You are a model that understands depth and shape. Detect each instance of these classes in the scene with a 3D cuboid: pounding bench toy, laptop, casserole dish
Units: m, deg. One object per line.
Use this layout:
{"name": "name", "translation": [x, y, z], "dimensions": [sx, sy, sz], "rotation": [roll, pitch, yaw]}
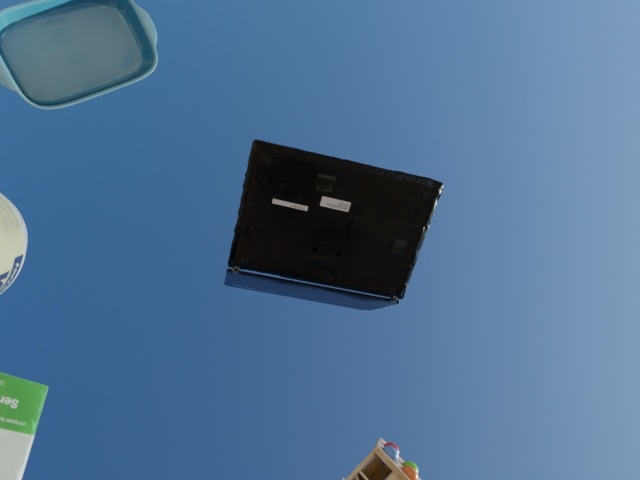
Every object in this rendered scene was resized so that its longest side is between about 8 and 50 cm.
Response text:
{"name": "pounding bench toy", "translation": [0.064, 0.226, 0.465], "dimensions": [0.065, 0.052, 0.083], "rotation": [-46, -106, -2]}
{"name": "laptop", "translation": [0.000, 0.000, 0.719], "dimensions": [0.234, 0.264, 0.136], "rotation": [11, -157, -10]}
{"name": "casserole dish", "translation": [-0.282, -0.221, 0.614], "dimensions": [0.188, 0.037, 0.114], "rotation": [-32, -73, -29]}

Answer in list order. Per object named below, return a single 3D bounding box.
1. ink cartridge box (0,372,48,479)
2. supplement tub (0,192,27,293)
{"name": "ink cartridge box", "translation": [-0.353, 0.233, 0.475], "dimensions": [0.153, 0.087, 0.208], "rotation": [-18, -127, 26]}
{"name": "supplement tub", "translation": [-0.603, 0.012, 0.811], "dimensions": [0.235, 0.325, 0.235], "rotation": [-2, -83, -14]}
